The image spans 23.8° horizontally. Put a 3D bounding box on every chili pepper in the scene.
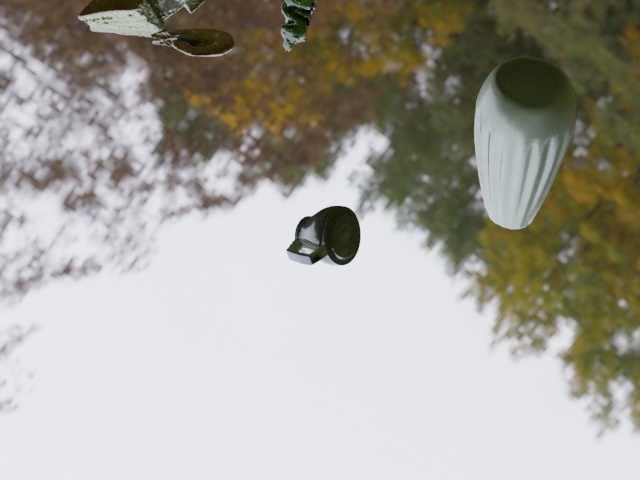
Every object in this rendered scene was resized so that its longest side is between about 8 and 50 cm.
[{"bbox_3d":[-0.005,-0.152,0.907,0.027,0.083,0.022,13,169,46],"label":"chili pepper"}]

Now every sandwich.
[{"bbox_3d":[-0.245,-0.380,2.298,0.088,0.244,0.090,51,178,28],"label":"sandwich"}]

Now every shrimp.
[{"bbox_3d":[-0.161,-0.246,1.901,0.108,0.023,0.059,1,-143,6],"label":"shrimp"}]

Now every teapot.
[{"bbox_3d":[0.000,0.000,1.664,0.088,0.057,0.066,-42,-58,-41],"label":"teapot"}]

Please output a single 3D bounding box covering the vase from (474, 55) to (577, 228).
[{"bbox_3d":[0.257,-0.116,1.957,0.128,0.248,0.128,1,-131,-1],"label":"vase"}]
